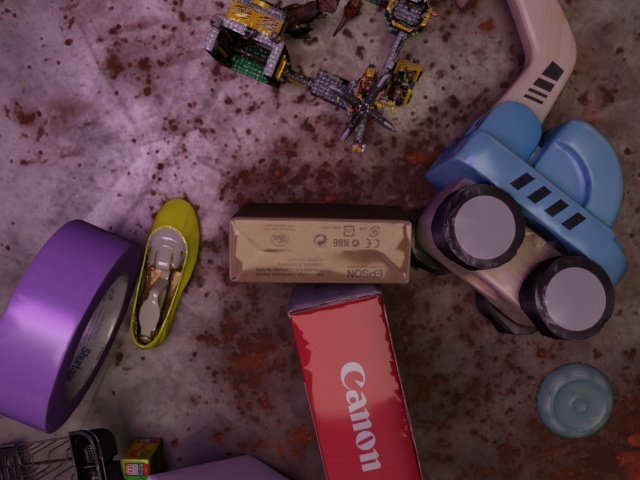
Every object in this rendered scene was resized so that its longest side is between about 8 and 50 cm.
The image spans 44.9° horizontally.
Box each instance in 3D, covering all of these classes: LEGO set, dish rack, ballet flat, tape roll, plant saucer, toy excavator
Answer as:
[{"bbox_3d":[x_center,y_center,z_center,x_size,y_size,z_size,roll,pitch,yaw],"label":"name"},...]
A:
[{"bbox_3d":[-0.003,-0.294,1.040,0.331,0.192,0.255,31,95,-3],"label":"LEGO set"},{"bbox_3d":[-0.395,0.384,1.125,0.271,0.074,0.208,-13,85,24],"label":"dish rack"},{"bbox_3d":[-0.231,0.053,1.133,0.077,0.077,0.231,16,95,0],"label":"ballet flat"},{"bbox_3d":[-0.340,0.113,1.041,0.090,0.275,0.275,23,95,-1],"label":"tape roll"},{"bbox_3d":[0.390,0.246,1.176,0.119,0.021,0.119,0,95,0],"label":"plant saucer"},{"bbox_3d":[0.282,-0.144,1.070,0.433,0.222,0.445,38,81,-3],"label":"toy excavator"}]

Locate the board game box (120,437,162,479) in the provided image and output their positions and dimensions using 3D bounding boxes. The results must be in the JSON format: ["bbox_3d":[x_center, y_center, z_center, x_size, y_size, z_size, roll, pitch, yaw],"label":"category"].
[{"bbox_3d":[-0.265,0.398,1.159,0.043,0.092,0.181,0,95,0],"label":"board game box"}]

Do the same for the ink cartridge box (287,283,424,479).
[{"bbox_3d":[0.051,0.217,1.050,0.130,0.272,0.309,-13,95,1],"label":"ink cartridge box"}]

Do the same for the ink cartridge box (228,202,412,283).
[{"bbox_3d":[0.000,0.000,1.068,0.234,0.193,0.088,1,98,1],"label":"ink cartridge box"}]

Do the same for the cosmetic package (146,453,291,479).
[{"bbox_3d":[-0.155,0.440,1.082,0.138,0.224,0.225,24,97,32],"label":"cosmetic package"}]
